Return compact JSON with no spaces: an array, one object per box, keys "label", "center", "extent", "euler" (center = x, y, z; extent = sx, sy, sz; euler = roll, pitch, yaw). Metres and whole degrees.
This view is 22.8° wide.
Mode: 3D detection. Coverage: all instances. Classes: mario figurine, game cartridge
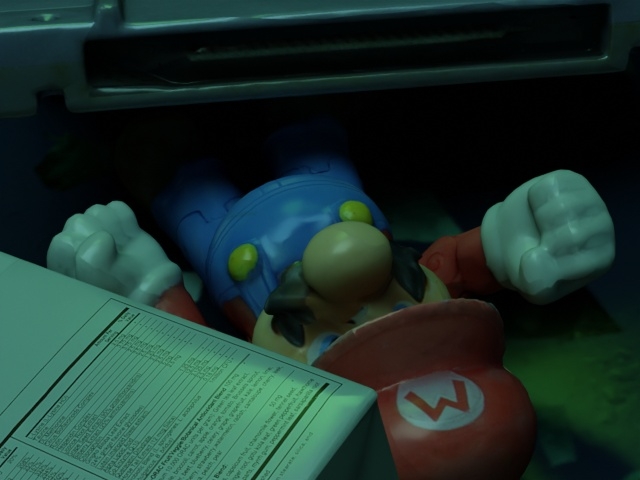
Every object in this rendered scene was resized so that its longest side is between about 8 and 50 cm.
[{"label":"mario figurine","center":[0.000,0.000,0.728],"extent":[0.198,0.170,0.320],"euler":[-51,35,13]},{"label":"game cartridge","center":[0.001,-0.137,0.862],"extent":[0.355,0.068,0.230],"euler":[-5,27,-6]}]

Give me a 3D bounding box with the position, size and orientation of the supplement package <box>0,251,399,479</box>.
[{"label":"supplement package","center":[-0.081,0.135,0.601],"extent":[0.203,0.194,0.149],"euler":[18,53,30]}]
